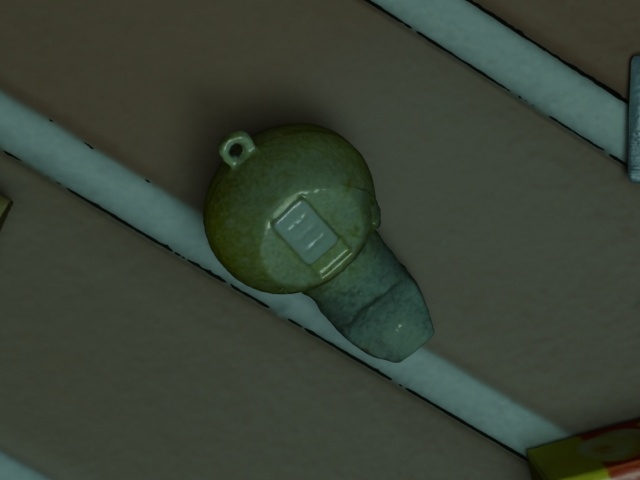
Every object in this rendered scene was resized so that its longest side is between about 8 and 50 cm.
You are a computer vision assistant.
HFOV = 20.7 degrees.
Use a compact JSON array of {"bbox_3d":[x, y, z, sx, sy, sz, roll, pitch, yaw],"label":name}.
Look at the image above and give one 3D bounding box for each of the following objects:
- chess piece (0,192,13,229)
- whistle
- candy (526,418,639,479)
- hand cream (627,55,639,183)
[{"bbox_3d":[-0.274,-0.024,1.167,0.122,0.066,0.066,25,97,-6],"label":"chess piece"},{"bbox_3d":[0.000,0.000,1.193,0.123,0.123,0.223,-41,124,2],"label":"whistle"},{"bbox_3d":[0.300,0.192,1.259,0.276,0.088,0.146,-16,103,-4],"label":"candy"},{"bbox_3d":[0.352,-0.083,1.232,0.271,0.058,0.091,1,98,-1],"label":"hand cream"}]
